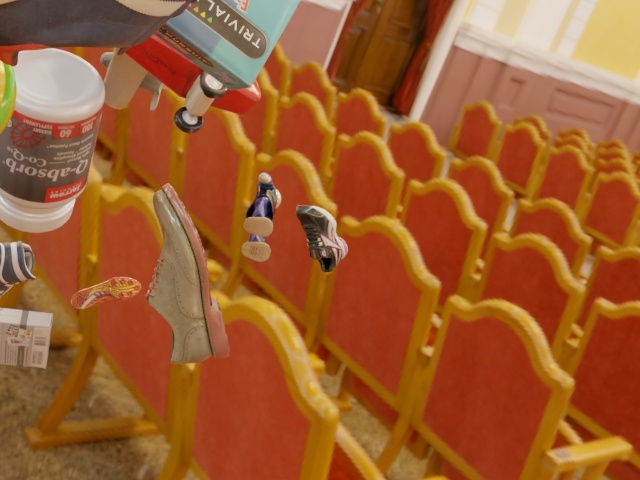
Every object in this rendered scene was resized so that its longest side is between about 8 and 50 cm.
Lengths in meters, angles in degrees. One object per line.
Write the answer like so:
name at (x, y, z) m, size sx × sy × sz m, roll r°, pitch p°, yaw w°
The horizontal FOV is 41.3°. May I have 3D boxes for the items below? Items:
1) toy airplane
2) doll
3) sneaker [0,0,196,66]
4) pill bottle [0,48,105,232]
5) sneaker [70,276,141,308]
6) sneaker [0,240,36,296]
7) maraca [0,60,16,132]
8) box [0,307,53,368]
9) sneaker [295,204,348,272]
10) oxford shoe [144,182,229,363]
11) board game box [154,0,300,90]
toy airplane at (-0.324, -0.429, 1.716) m, size 0.386 × 0.384 × 0.272 m, roll 4°, pitch 42°, yaw 22°
doll at (-0.086, -0.033, 1.245) m, size 0.046 × 0.129 × 0.189 m, roll 7°, pitch 24°, yaw -1°
sneaker at (-0.119, -0.228, 0.665) m, size 0.350 × 0.148 × 0.131 m, roll -14°, pitch 66°, yaw -6°
pill bottle at (-0.576, -0.197, 1.759) m, size 0.210 × 0.363 × 0.210 m, roll 13°, pitch 45°, yaw -14°
sneaker at (-0.541, 0.129, 2.141) m, size 0.175 × 0.064 × 0.067 m, roll -11°, pitch 1°, yaw -12°
sneaker at (-0.755, 0.092, 2.009) m, size 0.153 × 0.282 × 0.099 m, roll -8°, pitch 62°, yaw -22°
maraca at (-0.372, -0.127, 0.816) m, size 0.127 × 0.186 × 0.099 m, roll 66°, pitch 13°, yaw 17°
box at (-0.625, 0.188, 1.659) m, size 0.186 × 0.145 × 0.038 m, roll 7°, pitch 46°, yaw -16°
sneaker at (0.000, 0.000, 1.785) m, size 0.072 × 0.077 × 0.178 m, roll -2°, pitch -41°, yaw 38°
oxford shoe at (-0.270, 0.071, 1.581) m, size 0.130 × 0.348 × 0.123 m, roll -16°, pitch 8°, yaw -8°
board game box at (-0.125, -0.418, 1.161) m, size 0.254 × 0.336 × 0.079 m, roll 33°, pitch -11°, yaw -28°
